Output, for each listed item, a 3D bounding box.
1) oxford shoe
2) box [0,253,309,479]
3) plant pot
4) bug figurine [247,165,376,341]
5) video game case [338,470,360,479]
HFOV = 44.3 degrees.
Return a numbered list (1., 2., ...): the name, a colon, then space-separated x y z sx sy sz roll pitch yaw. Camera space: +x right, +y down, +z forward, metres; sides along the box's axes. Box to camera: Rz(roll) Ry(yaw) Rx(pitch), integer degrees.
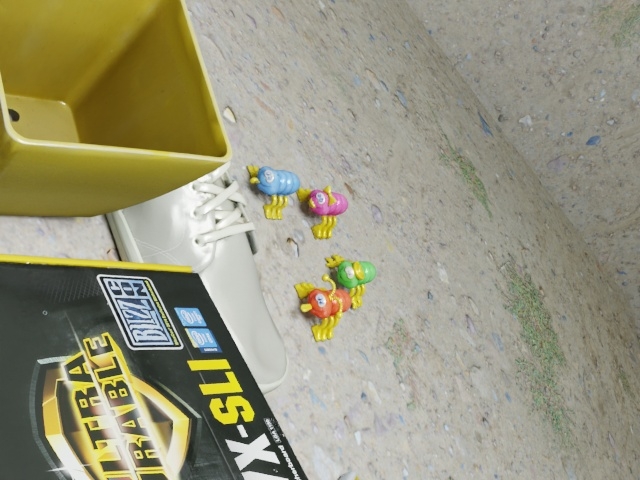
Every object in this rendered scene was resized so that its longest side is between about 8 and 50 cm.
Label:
1. oxford shoe: -0.147 -0.033 0.891 0.449 0.130 0.169 64 27 2
2. box: -0.142 0.154 0.565 0.257 0.079 0.322 9 40 -50
3. plant pot: -0.242 -0.126 0.731 0.212 0.187 0.212 0 64 -46
4. bug figurine: 0.000 0.000 1.157 0.216 0.072 0.279 -6 70 -60
5. video game case: 0.047 0.418 0.912 0.206 0.026 0.227 58 29 -6
